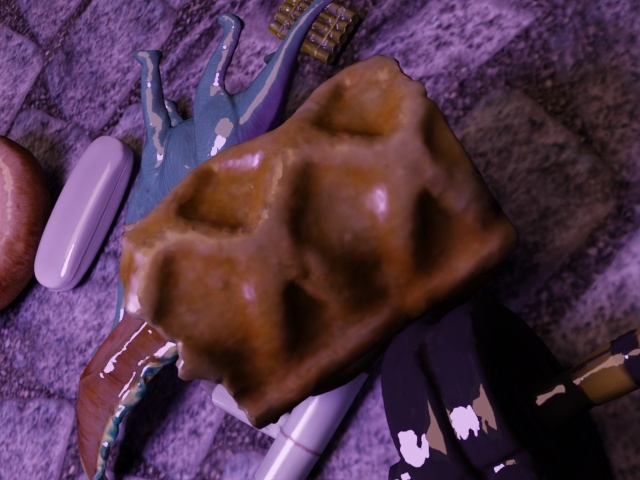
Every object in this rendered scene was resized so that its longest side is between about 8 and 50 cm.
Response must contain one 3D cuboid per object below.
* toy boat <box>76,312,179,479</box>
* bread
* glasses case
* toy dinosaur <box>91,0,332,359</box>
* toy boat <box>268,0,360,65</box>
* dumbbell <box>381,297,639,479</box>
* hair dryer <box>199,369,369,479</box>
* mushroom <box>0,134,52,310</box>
[{"bbox_3d":[-0.177,0.130,0.956,0.293,0.099,0.108,-55,20,6],"label":"toy boat"},{"bbox_3d":[0.004,0.004,0.739,0.252,0.238,0.196,-39,78,3],"label":"bread"},{"bbox_3d":[-0.283,-0.033,1.148,0.076,0.049,0.197,20,85,42],"label":"glasses case"},{"bbox_3d":[-0.110,-0.044,0.981,0.383,0.129,0.331,-18,66,41],"label":"toy dinosaur"},{"bbox_3d":[-0.008,-0.232,1.028,0.115,0.016,0.063,36,96,43],"label":"toy boat"},{"bbox_3d":[0.200,0.074,0.600,0.388,0.185,0.185,-35,52,24],"label":"dumbbell"},{"bbox_3d":[-0.053,0.142,0.885,0.183,0.044,0.155,35,92,47],"label":"hair dryer"},{"bbox_3d":[-0.471,-0.012,1.210,0.278,0.146,0.278,-3,74,11],"label":"mushroom"}]
